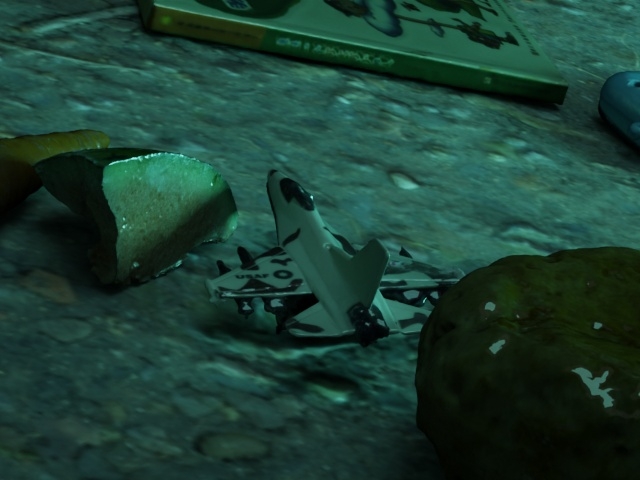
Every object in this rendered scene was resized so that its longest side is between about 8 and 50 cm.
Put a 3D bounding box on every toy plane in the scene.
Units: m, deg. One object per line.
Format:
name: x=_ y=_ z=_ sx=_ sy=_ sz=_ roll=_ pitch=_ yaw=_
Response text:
toy plane: x=0.001 y=0.017 z=1.077 sx=0.160 sy=0.082 sz=0.234 roll=-3 pitch=14 yaw=-17

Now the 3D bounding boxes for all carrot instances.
carrot: x=-0.181 y=-0.046 z=1.129 sx=0.048 sy=0.048 sz=0.216 roll=22 pitch=19 yaw=13

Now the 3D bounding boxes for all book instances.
book: x=0.013 y=-0.212 z=1.617 sx=0.371 sy=0.043 sz=0.260 roll=9 pitch=25 yaw=-18

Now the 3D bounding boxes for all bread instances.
bread: x=0.161 y=0.091 z=0.938 sx=0.230 sy=0.123 sz=0.230 roll=6 pitch=23 yaw=-2

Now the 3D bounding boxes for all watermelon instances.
watermelon: x=-0.109 y=-0.023 z=1.094 sx=0.101 sy=0.080 sz=0.155 roll=12 pitch=16 yaw=37

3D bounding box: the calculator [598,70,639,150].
calculator: x=0.372 y=-0.095 z=1.577 sx=0.293 sy=0.051 sz=0.173 roll=-4 pitch=32 yaw=-37
